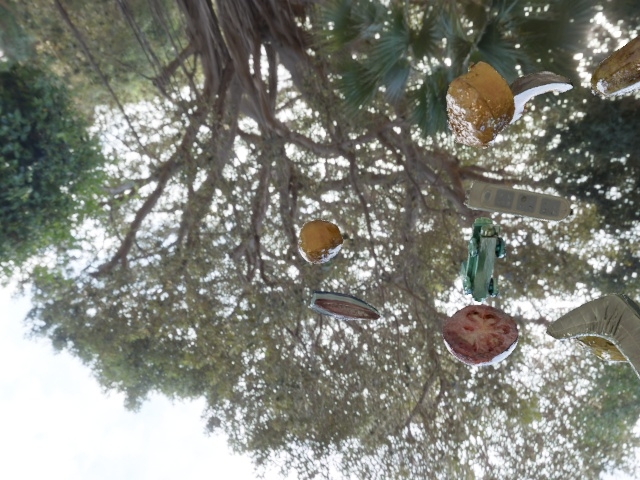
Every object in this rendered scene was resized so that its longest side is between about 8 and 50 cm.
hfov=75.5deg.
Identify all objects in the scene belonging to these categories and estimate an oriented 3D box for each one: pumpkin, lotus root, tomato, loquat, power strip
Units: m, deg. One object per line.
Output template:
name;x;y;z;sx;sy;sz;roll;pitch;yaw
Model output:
pumpkin;0.653;-0.493;1.349;0.254;0.149;0.131;-28;-120;52
lotus root;0.843;-0.471;1.082;0.145;0.260;0.129;-24;-97;-23
tomato;0.495;0.300;1.277;0.224;0.085;0.225;-17;-150;10
loquat;0.000;0.000;1.215;0.137;0.113;0.137;4;-110;-10
power strip;0.557;-0.106;1.169;0.285;0.080;0.048;15;-173;22

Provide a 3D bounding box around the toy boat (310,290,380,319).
toy boat;0.083;0.204;1.231;0.228;0.080;0.046;17;-176;-15

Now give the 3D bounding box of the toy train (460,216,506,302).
toy train;0.568;0.065;1.468;0.119;0.298;0.194;2;-152;8

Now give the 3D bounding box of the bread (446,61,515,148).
bread;0.428;-0.342;1.089;0.143;0.229;0.139;-44;-128;-3

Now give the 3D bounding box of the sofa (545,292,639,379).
sofa;0.683;0.247;0.954;0.176;0.210;0.226;-44;-120;29

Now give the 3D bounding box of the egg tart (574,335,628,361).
egg tart;0.890;0.287;1.224;0.240;0.106;0.241;-3;-177;0
